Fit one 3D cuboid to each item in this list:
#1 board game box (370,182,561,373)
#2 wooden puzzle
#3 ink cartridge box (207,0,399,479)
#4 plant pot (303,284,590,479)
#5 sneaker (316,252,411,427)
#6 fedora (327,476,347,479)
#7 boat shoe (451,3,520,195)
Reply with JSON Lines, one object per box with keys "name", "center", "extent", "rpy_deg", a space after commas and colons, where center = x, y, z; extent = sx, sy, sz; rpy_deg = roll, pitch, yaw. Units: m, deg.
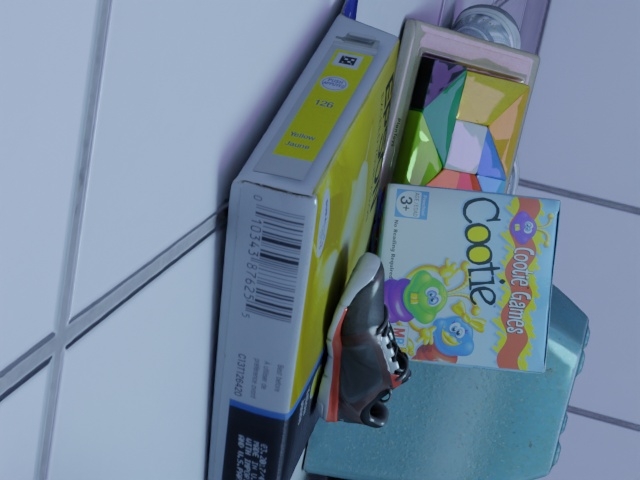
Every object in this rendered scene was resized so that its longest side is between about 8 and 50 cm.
{"name": "board game box", "center": [0.106, 0.032, 1.235], "extent": [0.275, 0.142, 0.144], "rpy_deg": [160, -64, -86]}
{"name": "wooden puzzle", "center": [0.143, -0.102, 1.453], "extent": [0.238, 0.044, 0.221], "rpy_deg": [6, 100, -48]}
{"name": "ink cartridge box", "center": [0.000, 0.000, 1.066], "extent": [0.307, 0.072, 0.304], "rpy_deg": [-60, 161, -49]}
{"name": "plant pot", "center": [0.151, 0.132, 1.509], "extent": [0.248, 0.252, 0.247], "rpy_deg": [-39, 142, -73]}
{"name": "sneaker", "center": [0.040, 0.076, 1.030], "extent": [0.061, 0.065, 0.158], "rpy_deg": [-63, 166, -48]}
{"name": "fedora", "center": [0.120, 0.354, 1.554], "extent": [0.334, 0.334, 0.152], "rpy_deg": [14, 98, -79]}
{"name": "boat shoe", "center": [0.182, -0.124, 1.711], "extent": [0.103, 0.118, 0.320], "rpy_deg": [-48, 148, -55]}
